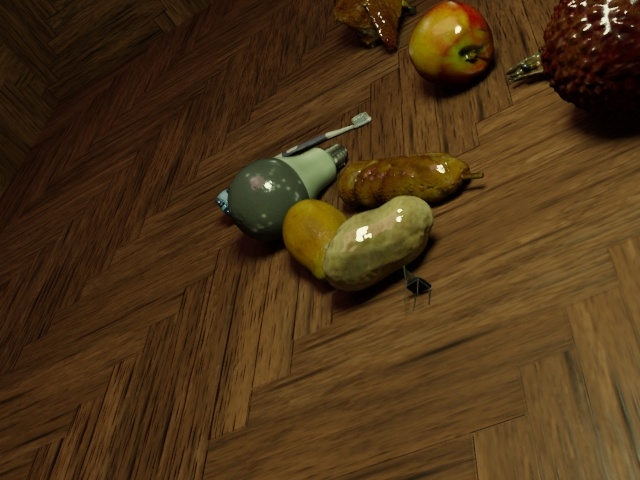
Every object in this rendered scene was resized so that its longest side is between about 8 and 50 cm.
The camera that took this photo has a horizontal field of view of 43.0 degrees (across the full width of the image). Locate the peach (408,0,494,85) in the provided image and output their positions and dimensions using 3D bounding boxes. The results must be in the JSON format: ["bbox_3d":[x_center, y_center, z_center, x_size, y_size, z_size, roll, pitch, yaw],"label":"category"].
[{"bbox_3d":[0.282,-0.431,1.785,0.197,0.197,0.197,-27,33,19],"label":"peach"}]

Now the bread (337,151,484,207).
[{"bbox_3d":[0.172,-0.125,1.600,0.344,0.084,0.124,-2,47,45],"label":"bread"}]

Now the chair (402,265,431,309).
[{"bbox_3d":[0.165,0.075,1.391,0.042,0.037,0.086,-34,33,32],"label":"chair"}]

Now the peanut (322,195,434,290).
[{"bbox_3d":[0.103,0.004,1.464,0.224,0.129,0.129,-29,32,5],"label":"peanut"}]

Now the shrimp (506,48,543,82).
[{"bbox_3d":[0.515,-0.407,1.637,0.296,0.058,0.169,-19,30,23],"label":"shrimp"}]

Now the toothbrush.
[{"bbox_3d":[-0.002,-0.251,2.006,0.288,0.026,0.024,-21,32,29],"label":"toothbrush"}]

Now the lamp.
[{"bbox_3d":[-0.076,-0.118,1.806,0.182,0.182,0.314,-11,21,39],"label":"lamp"}]

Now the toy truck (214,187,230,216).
[{"bbox_3d":[-0.212,-0.084,1.979,0.056,0.090,0.073,-42,75,-5],"label":"toy truck"}]

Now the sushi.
[{"bbox_3d":[0.147,-0.620,2.223,0.167,0.179,0.296,-57,28,3],"label":"sushi"}]

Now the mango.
[{"bbox_3d":[0.000,0.000,1.610,0.136,0.099,0.227,-33,39,2],"label":"mango"}]

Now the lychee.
[{"bbox_3d":[0.511,-0.338,1.342,0.300,0.264,0.264,-40,23,44],"label":"lychee"}]
